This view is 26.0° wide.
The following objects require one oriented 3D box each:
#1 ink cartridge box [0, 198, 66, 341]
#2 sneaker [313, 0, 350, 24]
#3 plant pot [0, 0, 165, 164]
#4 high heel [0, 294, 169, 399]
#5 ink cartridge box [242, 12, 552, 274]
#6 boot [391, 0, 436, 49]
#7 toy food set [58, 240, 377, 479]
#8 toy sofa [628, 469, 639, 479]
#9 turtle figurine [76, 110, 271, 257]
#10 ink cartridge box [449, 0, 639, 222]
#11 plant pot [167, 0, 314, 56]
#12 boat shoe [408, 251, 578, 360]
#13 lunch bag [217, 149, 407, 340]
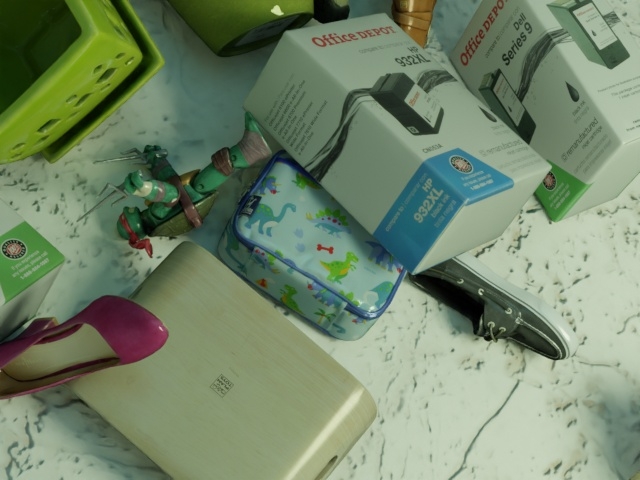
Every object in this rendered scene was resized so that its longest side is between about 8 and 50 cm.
[{"bbox_3d":[-0.446,0.005,1.466,0.278,0.117,0.201,41,41,6],"label":"ink cartridge box"},{"bbox_3d":[0.062,-0.468,1.898,0.182,0.158,0.410,5,61,-3],"label":"sneaker"},{"bbox_3d":[-0.326,-0.225,1.581,0.227,0.228,0.207,56,17,16],"label":"plant pot"},{"bbox_3d":[-0.263,0.122,1.434,0.117,0.244,0.082,-51,124,-38],"label":"high heel"},{"bbox_3d":[0.093,-0.127,1.688,0.307,0.129,0.223,45,35,18],"label":"ink cartridge box"},{"bbox_3d":[0.137,-0.325,1.904,0.073,0.197,0.152,3,91,24],"label":"boot"},{"bbox_3d":[-0.116,0.174,1.545,0.306,0.092,0.220,40,68,6],"label":"toy food set"},{"bbox_3d":[0.563,0.270,1.684,0.362,0.150,0.177,-3,59,-21],"label":"toy sofa"},{"bbox_3d":[-0.170,-0.067,1.630,0.234,0.175,0.118,-29,110,-3],"label":"turtle figurine"},{"bbox_3d":[0.316,-0.204,1.825,0.121,0.211,0.289,-21,70,-26],"label":"ink cartridge box"},{"bbox_3d":[-0.127,-0.394,1.765,0.275,0.275,0.293,-21,86,-28],"label":"plant pot"},{"bbox_3d":[0.207,0.085,1.705,0.228,0.080,0.076,38,63,5],"label":"boat shoe"},{"bbox_3d":[0.000,0.000,1.672,0.219,0.090,0.176,33,51,-1],"label":"lunch bag"}]
